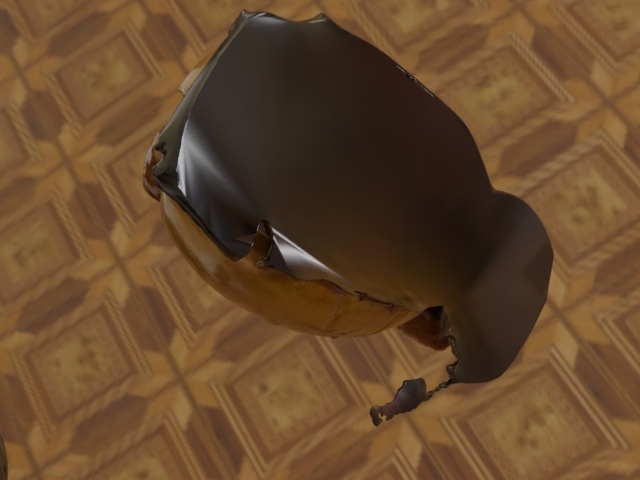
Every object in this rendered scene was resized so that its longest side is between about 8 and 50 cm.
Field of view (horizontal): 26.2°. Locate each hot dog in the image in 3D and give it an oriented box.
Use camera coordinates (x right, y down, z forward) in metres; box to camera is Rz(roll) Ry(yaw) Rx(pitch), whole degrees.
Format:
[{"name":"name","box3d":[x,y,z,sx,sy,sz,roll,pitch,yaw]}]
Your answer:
[{"name":"hot dog","box3d":[0.001,-0.006,0.808,0.107,0.326,0.194,1,56,41]}]

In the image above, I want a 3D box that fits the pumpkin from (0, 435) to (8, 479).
[{"name":"pumpkin","box3d":[-0.360,0.176,1.070,0.233,0.233,0.163,39,116,35]}]
